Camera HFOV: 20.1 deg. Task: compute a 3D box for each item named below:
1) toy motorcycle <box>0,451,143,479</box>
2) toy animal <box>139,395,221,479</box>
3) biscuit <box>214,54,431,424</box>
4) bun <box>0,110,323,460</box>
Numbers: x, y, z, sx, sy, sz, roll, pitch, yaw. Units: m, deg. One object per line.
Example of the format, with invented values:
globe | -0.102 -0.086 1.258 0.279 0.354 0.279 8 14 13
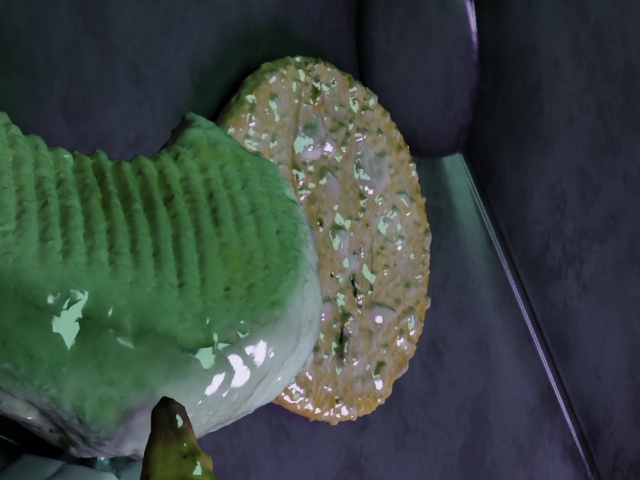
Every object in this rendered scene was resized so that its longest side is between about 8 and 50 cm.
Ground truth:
toy motorcycle | -0.137 0.191 0.811 0.260 0.110 0.170 -42 137 -54
toy animal | -0.170 0.120 0.679 0.054 0.276 0.149 115 -21 -68
biscuit | -0.001 0.000 1.055 0.220 0.033 0.219 8 80 -51
bun | -0.107 0.020 0.812 0.204 0.213 0.126 -74 -171 -59
